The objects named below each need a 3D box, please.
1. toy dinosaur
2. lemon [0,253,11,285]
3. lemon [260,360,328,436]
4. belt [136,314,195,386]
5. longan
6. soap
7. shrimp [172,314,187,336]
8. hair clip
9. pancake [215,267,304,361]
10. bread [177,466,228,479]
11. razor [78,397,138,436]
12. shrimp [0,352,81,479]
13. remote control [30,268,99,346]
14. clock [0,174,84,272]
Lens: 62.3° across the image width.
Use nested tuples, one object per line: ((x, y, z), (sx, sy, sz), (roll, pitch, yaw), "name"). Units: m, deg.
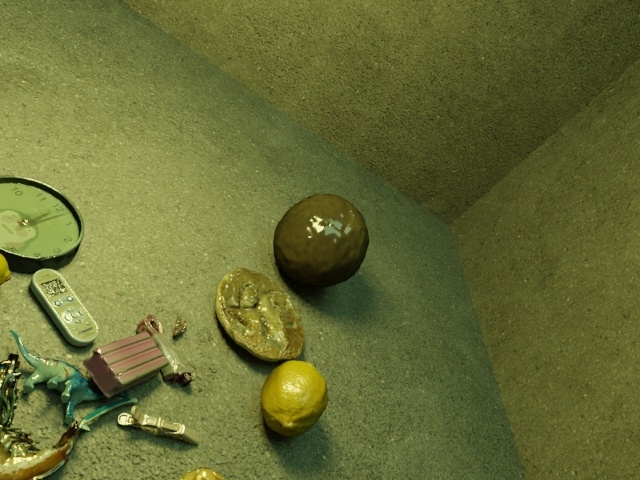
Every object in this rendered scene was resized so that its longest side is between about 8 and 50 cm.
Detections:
((-0.615, 0.339, 1.264), (0.329, 0.076, 0.144), (36, 20, -21), "toy dinosaur")
((-0.832, 0.071, 1.301), (0.133, 0.109, 0.109), (21, 37, -24), "lemon")
((-0.080, 0.477, 1.611), (0.204, 0.204, 0.260), (40, 28, -8), "lemon")
((-0.447, 0.317, 1.514), (0.232, 0.053, 0.071), (51, 23, 12), "belt")
((0.000, 0.000, 2.103), (0.391, 0.391, 0.391), (30, 33, -22), "longan")
((-0.503, 0.319, 1.384), (0.122, 0.065, 0.203), (50, 17, 11), "soap")
((-0.429, 0.265, 1.622), (0.038, 0.029, 0.092), (30, 29, -22), "shrimp")
((-0.401, 0.475, 1.356), (0.226, 0.072, 0.034), (29, 37, -26), "hair clip")
((-0.205, 0.262, 1.840), (0.387, 0.082, 0.387), (31, 29, -19), "pancake")
((-0.298, 0.649, 1.202), (0.179, 0.133, 0.250), (42, 29, -2), "bread")
((-0.525, 0.422, 1.293), (0.037, 0.068, 0.191), (58, 25, 5), "razor")
((-0.637, 0.385, 1.147), (0.222, 0.054, 0.290), (8, 57, -30), "shrimp")
((-0.682, 0.179, 1.408), (0.244, 0.047, 0.087), (50, 34, 10), "remote control")
((-0.833, -0.052, 1.496), (0.318, 0.066, 0.319), (31, 32, -22), "clock")
